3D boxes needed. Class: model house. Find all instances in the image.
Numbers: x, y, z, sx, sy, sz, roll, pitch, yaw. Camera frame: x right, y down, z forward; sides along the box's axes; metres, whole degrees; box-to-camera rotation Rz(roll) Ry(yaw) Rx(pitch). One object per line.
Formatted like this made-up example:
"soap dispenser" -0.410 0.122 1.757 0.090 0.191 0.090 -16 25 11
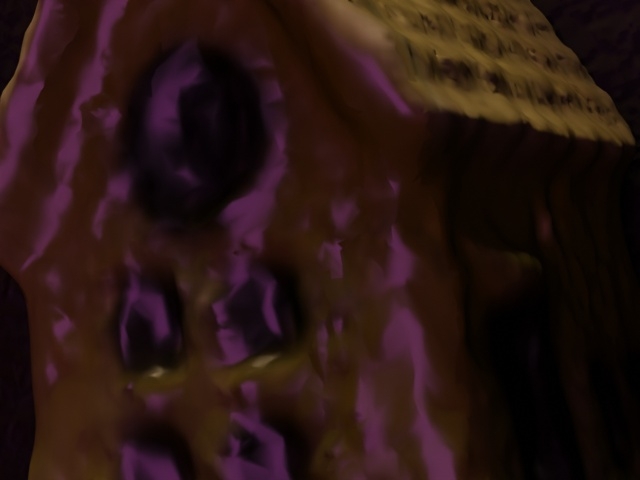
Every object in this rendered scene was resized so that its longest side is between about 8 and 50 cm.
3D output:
"model house" 0.000 0.000 0.427 0.175 0.193 0.234 -17 82 31
